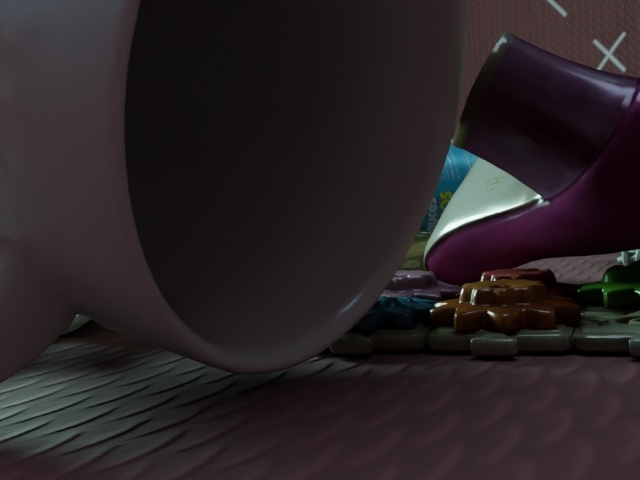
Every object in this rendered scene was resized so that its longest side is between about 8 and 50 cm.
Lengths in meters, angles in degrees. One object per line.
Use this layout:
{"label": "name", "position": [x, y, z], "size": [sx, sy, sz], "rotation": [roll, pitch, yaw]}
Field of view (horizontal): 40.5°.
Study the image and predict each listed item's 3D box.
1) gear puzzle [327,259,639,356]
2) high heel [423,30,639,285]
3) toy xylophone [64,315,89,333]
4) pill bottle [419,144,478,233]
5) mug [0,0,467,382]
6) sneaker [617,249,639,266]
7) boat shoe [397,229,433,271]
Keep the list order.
{"label": "gear puzzle", "position": [0.161, 0.032, 0.519], "size": [0.339, 0.044, 0.175], "rotation": [-2, 3, 19]}
{"label": "high heel", "position": [0.181, -0.006, 0.636], "size": [0.181, 0.127, 0.377], "rotation": [29, -9, 12]}
{"label": "toy xylophone", "position": [-0.287, 0.032, 0.630], "size": [0.322, 0.081, 0.236], "rotation": [-4, 4, -12]}
{"label": "pill bottle", "position": [0.115, -0.052, 1.156], "size": [0.264, 0.146, 0.146], "rotation": [-4, 3, -9]}
{"label": "mug", "position": [-0.150, -0.069, 0.471], "size": [0.328, 0.374, 0.276], "rotation": [16, -31, 32]}
{"label": "sneaker", "position": [0.326, -0.005, 0.830], "size": [0.091, 0.094, 0.258], "rotation": [-28, 2, 5]}
{"label": "boat shoe", "position": [0.044, 0.026, 0.840], "size": [0.153, 0.048, 0.056], "rotation": [-11, 18, -19]}
